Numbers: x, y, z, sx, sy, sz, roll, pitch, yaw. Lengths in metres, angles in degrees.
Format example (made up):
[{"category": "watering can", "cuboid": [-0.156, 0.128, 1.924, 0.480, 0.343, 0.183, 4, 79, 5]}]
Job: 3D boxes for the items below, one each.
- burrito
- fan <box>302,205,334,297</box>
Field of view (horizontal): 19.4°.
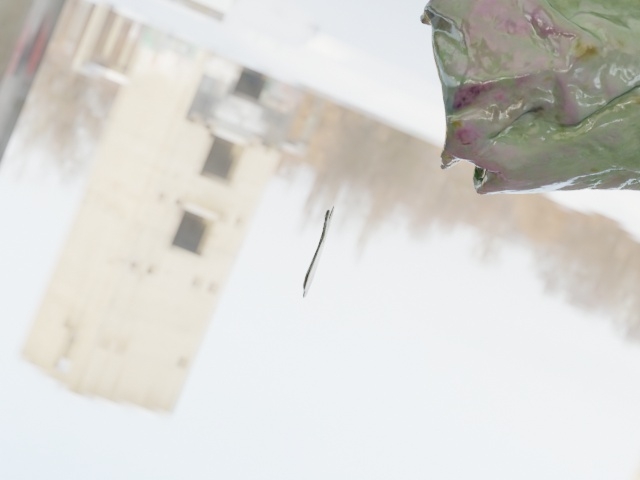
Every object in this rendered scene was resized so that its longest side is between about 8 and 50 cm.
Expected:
[{"category": "burrito", "cuboid": [0.168, -0.084, 0.990, 0.228, 0.144, 0.089, -6, -167, -18]}, {"category": "fan", "cuboid": [0.000, 0.000, 1.111, 0.004, 0.056, 0.083, 19, 155, 2]}]
